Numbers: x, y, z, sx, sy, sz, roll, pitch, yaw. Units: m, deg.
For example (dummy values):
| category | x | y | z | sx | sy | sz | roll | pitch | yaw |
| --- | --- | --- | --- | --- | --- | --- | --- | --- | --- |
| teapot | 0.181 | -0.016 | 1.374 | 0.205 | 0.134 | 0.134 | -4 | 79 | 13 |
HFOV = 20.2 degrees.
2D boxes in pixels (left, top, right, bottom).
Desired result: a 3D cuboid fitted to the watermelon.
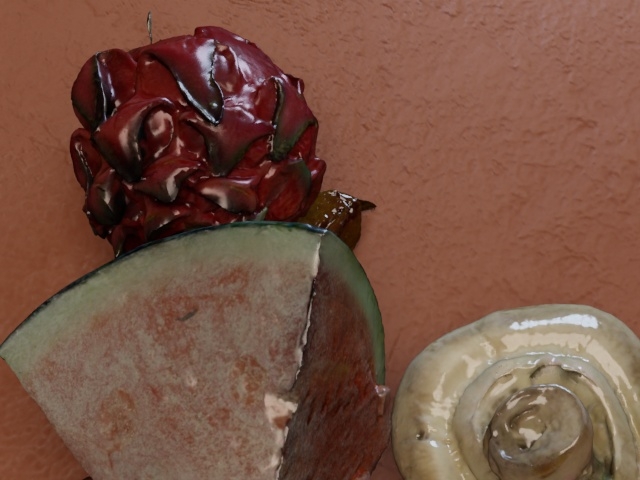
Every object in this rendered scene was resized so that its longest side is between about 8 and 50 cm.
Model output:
| category | x | y | z | sx | sy | sz | roll | pitch | yaw |
| --- | --- | --- | --- | --- | --- | --- | --- | --- | --- |
| watermelon | -0.095 | 0.152 | 1.410 | 0.250 | 0.283 | 0.292 | 7 | 56 | 36 |

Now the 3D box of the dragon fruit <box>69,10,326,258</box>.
| category | x | y | z | sx | sy | sz | roll | pitch | yaw |
| --- | --- | --- | --- | --- | --- | --- | --- | --- | --- |
| dragon fruit | -0.118 | -0.093 | 1.519 | 0.234 | 0.234 | 0.293 | -24 | 56 | -6 |

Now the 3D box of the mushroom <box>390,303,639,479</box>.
| category | x | y | z | sx | sy | sz | roll | pitch | yaw |
| --- | --- | --- | --- | --- | --- | --- | --- | --- | --- |
| mushroom | 0.183 | 0.165 | 1.437 | 0.260 | 0.234 | 0.254 | 16 | 72 | 5 |

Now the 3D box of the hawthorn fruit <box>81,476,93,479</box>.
| category | x | y | z | sx | sy | sz | roll | pitch | yaw |
| --- | --- | --- | --- | --- | --- | --- | --- | --- | --- |
| hawthorn fruit | -0.126 | 0.271 | 1.466 | 0.203 | 0.162 | 0.162 | 17 | 75 | -15 |

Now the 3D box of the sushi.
| category | x | y | z | sx | sy | sz | roll | pitch | yaw |
| --- | --- | --- | --- | --- | --- | --- | --- | --- | --- |
| sushi | 0.000 | 0.000 | 1.577 | 0.052 | 0.055 | 0.120 | 27 | 68 | 19 |
